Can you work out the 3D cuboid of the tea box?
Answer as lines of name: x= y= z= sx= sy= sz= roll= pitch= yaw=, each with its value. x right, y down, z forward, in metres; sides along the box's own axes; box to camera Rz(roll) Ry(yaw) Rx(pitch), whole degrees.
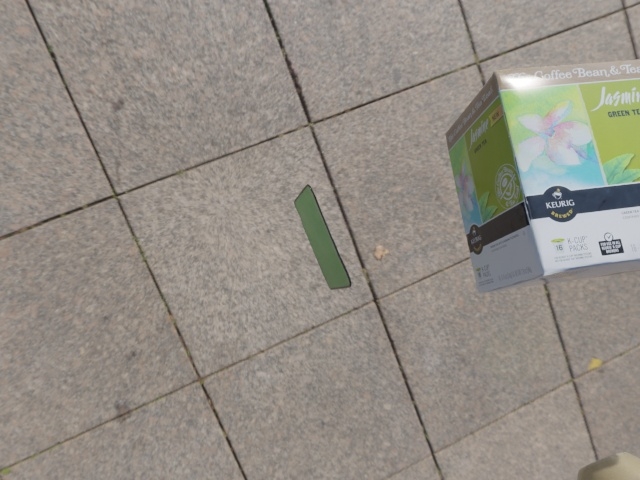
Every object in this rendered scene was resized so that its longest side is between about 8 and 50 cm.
tea box: x=0.429 y=-0.100 z=0.770 sx=0.329 sy=0.220 sz=0.323 roll=-7 pitch=77 yaw=-7

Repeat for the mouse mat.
mouse mat: x=0.000 y=0.000 z=0.825 sx=0.007 sy=0.152 sz=0.189 roll=-21 pitch=88 yaw=-15

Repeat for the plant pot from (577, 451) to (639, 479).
plant pot: x=0.770 y=0.656 z=1.152 sx=0.284 sy=0.191 sz=0.284 roll=-12 pitch=140 yaw=-10
